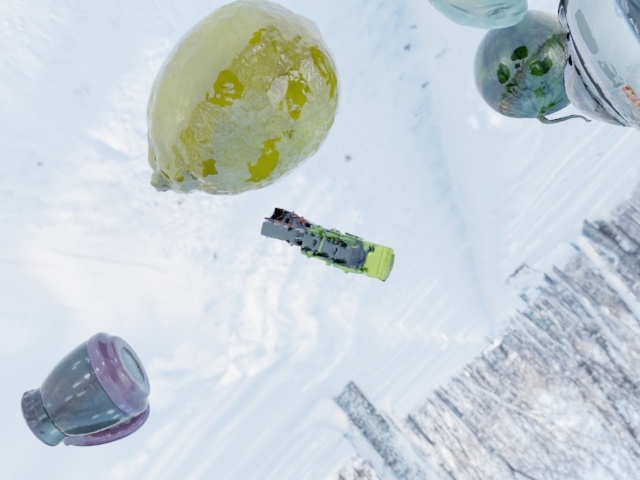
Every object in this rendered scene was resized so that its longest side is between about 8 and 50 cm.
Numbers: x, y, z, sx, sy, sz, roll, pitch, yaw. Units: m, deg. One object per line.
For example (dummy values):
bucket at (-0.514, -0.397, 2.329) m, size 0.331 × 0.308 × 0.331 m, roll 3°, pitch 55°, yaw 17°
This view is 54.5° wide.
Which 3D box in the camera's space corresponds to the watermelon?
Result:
watermelon at (0.384, -0.330, 1.127) m, size 0.127 × 0.204 × 0.232 m, roll 70°, pitch 23°, yaw -64°

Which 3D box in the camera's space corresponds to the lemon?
lemon at (-0.115, -0.208, 0.950) m, size 0.285 × 0.286 × 0.316 m, roll 103°, pitch 0°, yaw -62°

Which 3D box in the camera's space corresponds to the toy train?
toy train at (0.000, 0.000, 0.858) m, size 0.085 × 0.250 × 0.053 m, roll 16°, pitch 94°, yaw -33°

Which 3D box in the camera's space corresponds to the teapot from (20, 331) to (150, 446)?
teapot at (-0.297, 0.198, 0.798) m, size 0.146 × 0.116 × 0.148 m, roll -30°, pitch 160°, yaw -4°

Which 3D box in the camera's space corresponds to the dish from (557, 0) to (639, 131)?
dish at (0.344, -0.201, 0.708) m, size 0.273 × 0.273 × 0.134 m, roll -27°, pitch 176°, yaw -44°

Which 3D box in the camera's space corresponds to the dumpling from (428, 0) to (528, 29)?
dumpling at (0.234, -0.413, 0.926) m, size 0.108 × 0.153 × 0.219 m, roll -55°, pitch 129°, yaw -27°
